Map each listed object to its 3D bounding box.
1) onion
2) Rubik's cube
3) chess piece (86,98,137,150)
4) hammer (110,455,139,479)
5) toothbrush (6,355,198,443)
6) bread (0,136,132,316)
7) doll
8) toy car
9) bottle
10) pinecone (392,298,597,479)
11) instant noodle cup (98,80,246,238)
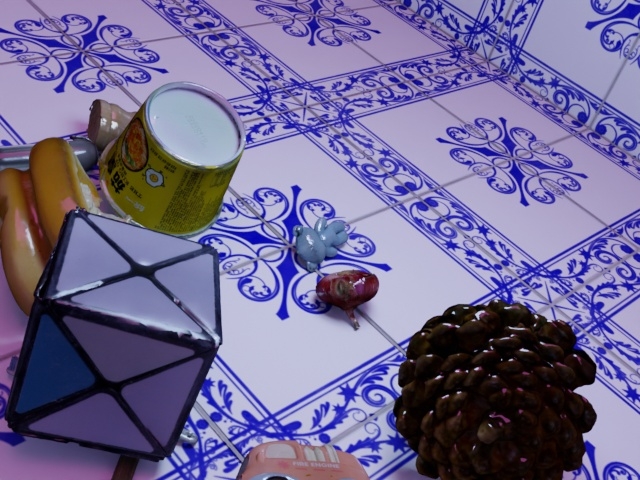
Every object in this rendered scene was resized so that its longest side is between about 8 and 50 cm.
[{"bbox_3d":[0.068,0.138,1.925,0.150,0.140,0.150,-9,2,0],"label":"onion"},{"bbox_3d":[-0.368,0.169,1.489,0.310,0.305,0.307,18,30,-17],"label":"Rubik's cube"},{"bbox_3d":[-0.464,-0.282,2.214,0.300,0.137,0.137,8,38,-31],"label":"chess piece"},{"bbox_3d":[-0.363,0.474,1.376,0.111,0.044,0.365,15,35,-2],"label":"hammer"},{"bbox_3d":[-0.411,0.309,1.564,0.386,0.040,0.040,23,38,1],"label":"toothbrush"},{"bbox_3d":[-0.556,-0.021,1.785,0.245,0.329,0.424,-33,50,4],"label":"bread"},{"bbox_3d":[-0.004,0.001,2.078,0.179,0.075,0.120,-28,97,-54],"label":"doll"},{"bbox_3d":[-0.038,0.446,1.440,0.270,0.181,0.212,7,28,-15],"label":"toy car"},{"bbox_3d":[-0.678,-0.207,2.038,0.253,0.079,0.096,-9,82,-30],"label":"bottle"},{"bbox_3d":[0.344,0.299,1.621,0.397,0.398,0.398,11,38,-9],"label":"pinecone"},{"bbox_3d":[-0.335,-0.201,1.966,0.325,0.254,0.326,16,54,-22],"label":"instant noodle cup"}]
